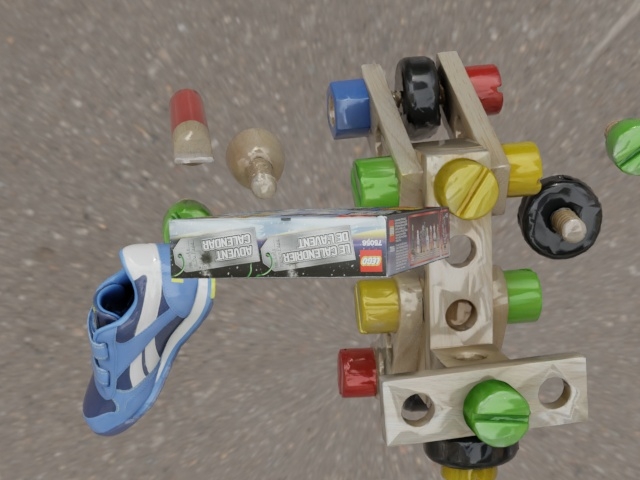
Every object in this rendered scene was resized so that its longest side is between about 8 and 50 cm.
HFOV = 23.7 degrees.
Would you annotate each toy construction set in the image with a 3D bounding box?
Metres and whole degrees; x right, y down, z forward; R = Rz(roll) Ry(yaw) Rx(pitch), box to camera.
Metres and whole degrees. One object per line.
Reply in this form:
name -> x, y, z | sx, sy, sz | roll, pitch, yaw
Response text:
toy construction set -> 0.046, 0.010, 0.941 | 0.309, 0.237, 0.257 | 21, 105, -12

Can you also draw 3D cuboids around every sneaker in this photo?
sneaker -> -0.114, 0.055, 0.888 | 0.059, 0.053, 0.144 | 12, 124, -30

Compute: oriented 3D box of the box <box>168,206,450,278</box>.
box -> 0.000, 0.000, 0.680 | 0.094, 0.137, 0.027 | -1, 92, 16
